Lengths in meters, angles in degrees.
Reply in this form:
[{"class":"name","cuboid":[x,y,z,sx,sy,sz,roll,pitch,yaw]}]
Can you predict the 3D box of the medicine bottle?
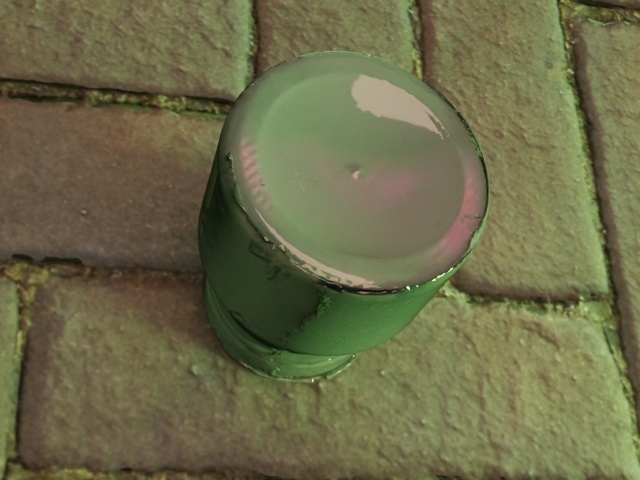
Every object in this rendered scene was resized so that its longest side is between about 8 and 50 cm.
[{"class":"medicine bottle","cuboid":[0.000,0.000,0.952,0.245,0.290,0.245,7,61,-13]}]
